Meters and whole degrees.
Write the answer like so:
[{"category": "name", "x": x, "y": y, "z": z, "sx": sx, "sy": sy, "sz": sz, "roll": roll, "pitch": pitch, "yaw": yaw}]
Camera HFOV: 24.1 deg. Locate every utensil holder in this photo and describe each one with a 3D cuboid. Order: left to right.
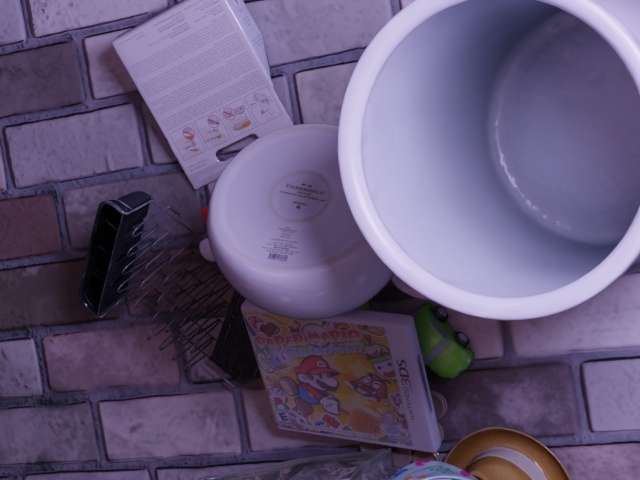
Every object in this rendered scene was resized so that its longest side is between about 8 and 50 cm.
[{"category": "utensil holder", "x": 0.246, "y": -0.106, "z": 1.565, "sx": 0.327, "sy": 0.385, "sz": 0.327, "roll": 4, "pitch": 98, "yaw": 26}]

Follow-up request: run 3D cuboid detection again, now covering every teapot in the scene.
[{"category": "teapot", "x": 0.000, "y": 0.000, "z": 1.766, "sx": 0.252, "sy": 0.187, "sz": 0.256, "roll": -29, "pitch": 54, "yaw": -6}]

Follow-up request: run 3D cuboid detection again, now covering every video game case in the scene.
[{"category": "video game case", "x": 0.026, "y": 0.166, "z": 1.850, "sx": 0.227, "sy": 0.026, "sz": 0.206, "roll": 5, "pitch": 128, "yaw": 27}]

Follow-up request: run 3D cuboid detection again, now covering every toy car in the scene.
[{"category": "toy car", "x": 0.099, "y": 0.078, "z": 1.852, "sx": 0.225, "sy": 0.053, "sz": 0.239, "roll": 49, "pitch": 115, "yaw": 13}]

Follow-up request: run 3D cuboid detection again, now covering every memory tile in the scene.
[{"category": "memory tile", "x": 0.103, "y": 0.252, "z": 1.899, "sx": 0.113, "sy": 0.012, "sz": 0.148, "roll": 12, "pitch": 103, "yaw": 25}]

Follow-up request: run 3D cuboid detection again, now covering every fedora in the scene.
[{"category": "fedora", "x": 0.217, "y": 0.326, "z": 1.815, "sx": 0.194, "sy": 0.079, "sz": 0.194, "roll": 4, "pitch": 99, "yaw": 26}]

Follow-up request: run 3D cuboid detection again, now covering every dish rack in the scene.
[{"category": "dish rack", "x": -0.181, "y": 0.074, "z": 1.945, "sx": 0.271, "sy": 0.074, "sz": 0.208, "roll": 37, "pitch": 137, "yaw": 16}]

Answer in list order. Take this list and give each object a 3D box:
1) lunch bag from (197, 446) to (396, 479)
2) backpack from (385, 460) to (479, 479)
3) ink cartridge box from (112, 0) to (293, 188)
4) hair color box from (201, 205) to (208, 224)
[{"category": "lunch bag", "x": -0.035, "y": 0.405, "z": 1.902, "sx": 0.287, "sy": 0.169, "sz": 0.235, "roll": -12, "pitch": 94, "yaw": 27}, {"category": "backpack", "x": 0.123, "y": 0.383, "z": 1.697, "sx": 0.225, "sy": 0.191, "sz": 0.253, "roll": 42, "pitch": 82, "yaw": -5}, {"category": "ink cartridge box", "x": -0.141, "y": -0.202, "z": 1.946, "sx": 0.181, "sy": 0.056, "sz": 0.224, "roll": -23, "pitch": 106, "yaw": 27}, {"category": "hair color box", "x": -0.074, "y": -0.053, "z": 1.910, "sx": 0.141, "sy": 0.072, "sz": 0.043, "roll": -28, "pitch": 84, "yaw": 28}]
